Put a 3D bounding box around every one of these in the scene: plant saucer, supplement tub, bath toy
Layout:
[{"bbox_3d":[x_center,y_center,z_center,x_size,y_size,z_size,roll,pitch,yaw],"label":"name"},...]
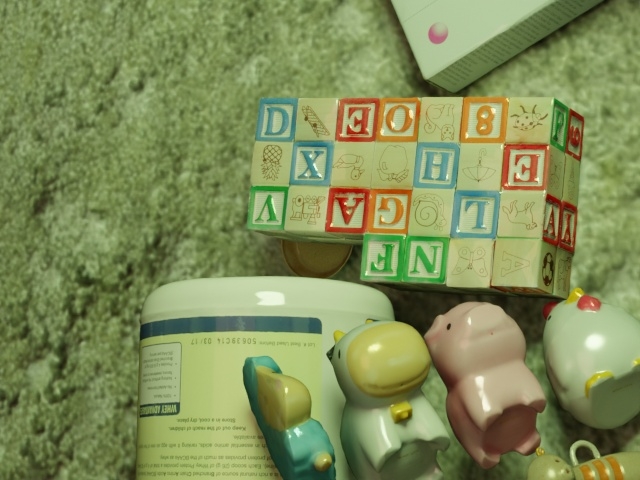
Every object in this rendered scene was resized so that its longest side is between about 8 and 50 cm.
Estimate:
[{"bbox_3d":[0.000,0.000,1.629,0.083,0.015,0.083,-6,78,30],"label":"plant saucer"},{"bbox_3d":[-0.050,0.206,1.494,0.235,0.235,0.325,-5,79,31],"label":"supplement tub"},{"bbox_3d":[0.116,0.113,1.386,0.129,0.348,0.151,-125,31,-46],"label":"bath toy"}]

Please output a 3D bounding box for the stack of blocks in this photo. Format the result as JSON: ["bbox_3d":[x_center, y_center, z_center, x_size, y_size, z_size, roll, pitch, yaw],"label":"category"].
[{"bbox_3d":[0.083,-0.041,1.530,0.297,0.087,0.171,3,83,28],"label":"stack of blocks"}]

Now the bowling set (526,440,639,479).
[{"bbox_3d":[0.260,0.261,1.273,0.200,0.154,0.287,126,138,-53],"label":"bowling set"}]

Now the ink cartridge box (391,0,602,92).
[{"bbox_3d":[0.183,-0.358,1.550,0.330,0.071,0.324,-32,66,25],"label":"ink cartridge box"}]
